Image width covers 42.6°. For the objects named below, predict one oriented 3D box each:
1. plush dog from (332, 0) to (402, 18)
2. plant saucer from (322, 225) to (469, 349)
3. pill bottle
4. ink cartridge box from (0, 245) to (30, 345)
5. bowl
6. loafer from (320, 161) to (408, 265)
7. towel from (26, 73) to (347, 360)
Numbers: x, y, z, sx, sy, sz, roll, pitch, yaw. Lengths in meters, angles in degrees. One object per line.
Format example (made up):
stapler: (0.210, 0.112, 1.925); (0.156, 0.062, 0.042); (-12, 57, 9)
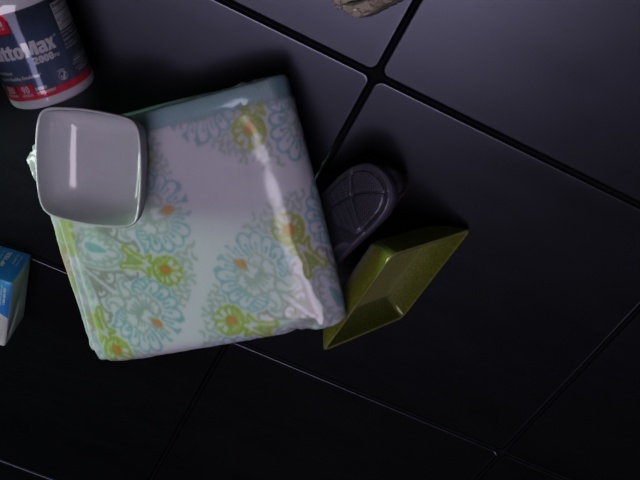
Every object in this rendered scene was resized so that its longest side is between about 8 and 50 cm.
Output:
plush dog: (0.079, -0.367, 0.807); (0.262, 0.210, 0.226); (-19, 97, 19)
plant saucer: (0.091, 0.051, 1.113); (0.045, 0.188, 0.188); (48, 126, 22)
pill bottle: (-0.348, -0.257, 0.967); (0.107, 0.108, 0.180); (-7, 123, 12)
ink cartridge box: (-0.565, 0.058, 1.231); (0.230, 0.078, 0.134); (18, 124, -5)
bowl: (-0.272, -0.092, 1.000); (0.142, 0.053, 0.142); (9, 107, 12)
loafer: (0.000, 0.000, 1.115); (0.302, 0.095, 0.109); (-37, 80, 30)
towel: (-0.175, -0.019, 1.069); (0.374, 0.090, 0.321); (-11, 102, 18)
